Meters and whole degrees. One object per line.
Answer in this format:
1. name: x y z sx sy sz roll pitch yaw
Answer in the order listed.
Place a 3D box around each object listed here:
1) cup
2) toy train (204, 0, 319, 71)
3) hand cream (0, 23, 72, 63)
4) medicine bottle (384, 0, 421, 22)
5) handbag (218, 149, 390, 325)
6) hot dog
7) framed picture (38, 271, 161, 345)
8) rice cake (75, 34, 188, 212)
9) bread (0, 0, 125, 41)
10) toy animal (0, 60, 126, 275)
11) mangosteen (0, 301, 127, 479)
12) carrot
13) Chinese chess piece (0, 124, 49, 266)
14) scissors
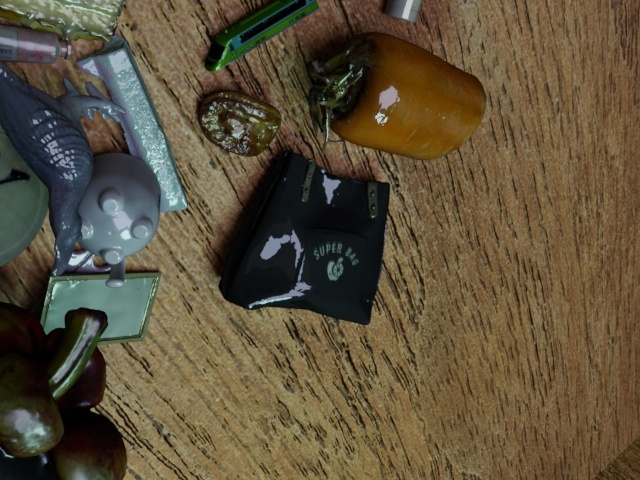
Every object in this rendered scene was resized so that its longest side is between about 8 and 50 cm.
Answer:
1. cup: -0.313 -0.026 1.082 0.134 0.142 0.173 29 107 -24
2. toy train: -0.101 -0.338 1.159 0.209 0.044 0.042 -36 130 -15
3. hand cream: -0.438 -0.263 0.966 0.209 0.043 0.067 -2 119 -29
4. medicine bottle: 0.169 -0.496 1.257 0.059 0.059 0.231 2 113 -36
5. handbag: 0.000 0.000 1.356 0.342 0.152 0.288 11 95 -39
6. hot dog: -0.129 -0.193 1.205 0.147 0.065 0.099 17 113 -42
7. framed picture: -0.366 0.115 1.215 0.201 0.010 0.136 0 114 -46
8. rice cake: -0.280 -0.165 1.124 0.081 0.051 0.290 -24 124 -10
9. bread: -0.369 -0.317 0.846 0.239 0.246 0.111 11 105 -39
10. toy animal: -0.354 -0.159 0.961 0.206 0.081 0.367 -42 113 -54
11. mangosteen: -0.469 0.253 0.989 0.435 0.382 0.382 -21 125 -14
12. carrot: 0.099 -0.248 1.253 0.331 0.214 0.193 11 64 -42
13. Chinese chess piece: -0.470 -0.062 0.963 0.238 0.092 0.238 -21 116 -52
14. scissors: -0.408 0.063 1.172 0.212 0.021 0.110 -50 129 -4
